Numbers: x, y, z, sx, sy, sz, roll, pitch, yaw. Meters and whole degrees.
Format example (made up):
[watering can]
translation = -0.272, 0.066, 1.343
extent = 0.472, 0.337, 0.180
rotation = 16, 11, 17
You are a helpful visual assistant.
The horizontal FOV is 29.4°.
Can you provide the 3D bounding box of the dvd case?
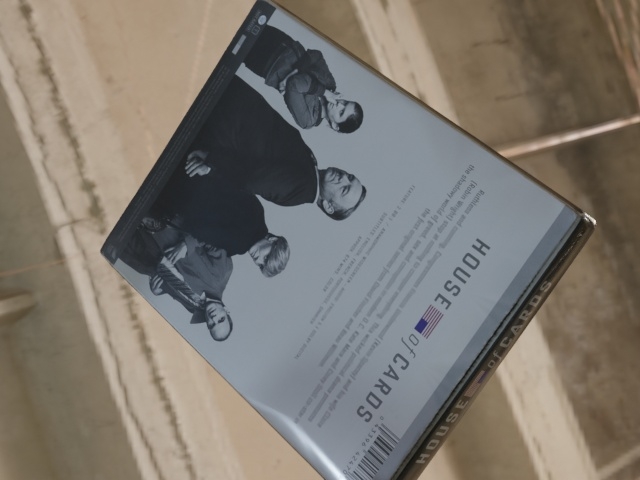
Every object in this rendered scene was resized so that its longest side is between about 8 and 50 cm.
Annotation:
[dvd case]
translation = 0.000, 0.000, 0.637
extent = 0.179, 0.239, 0.029
rotation = -56, -34, 9
